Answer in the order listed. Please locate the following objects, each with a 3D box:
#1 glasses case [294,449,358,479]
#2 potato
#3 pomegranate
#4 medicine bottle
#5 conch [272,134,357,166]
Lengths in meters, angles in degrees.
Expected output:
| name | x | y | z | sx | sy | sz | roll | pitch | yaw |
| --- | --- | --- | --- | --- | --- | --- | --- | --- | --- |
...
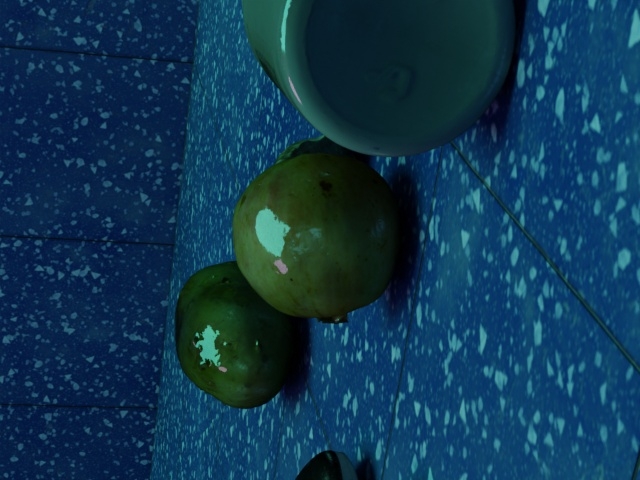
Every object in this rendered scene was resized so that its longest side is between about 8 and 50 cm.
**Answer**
| name | x | y | z | sx | sy | sz | roll | pitch | yaw |
| --- | --- | --- | --- | --- | --- | --- | --- | --- | --- |
| glasses case | -0.008 | 0.352 | 1.569 | 0.314 | 0.075 | 0.122 | 113 | 157 | -56 |
| potato | -0.127 | 0.144 | 1.924 | 0.307 | 0.173 | 0.210 | -138 | 54 | -77 |
| pomegranate | -0.003 | -0.003 | 1.406 | 0.191 | 0.191 | 0.191 | -177 | 90 | -77 |
| medicine bottle | 0.035 | -0.216 | 1.231 | 0.340 | 0.208 | 0.208 | -122 | 37 | -69 |
| conch | -0.022 | -0.081 | 1.589 | 0.130 | 0.207 | 0.155 | 25 | 113 | 28 |
